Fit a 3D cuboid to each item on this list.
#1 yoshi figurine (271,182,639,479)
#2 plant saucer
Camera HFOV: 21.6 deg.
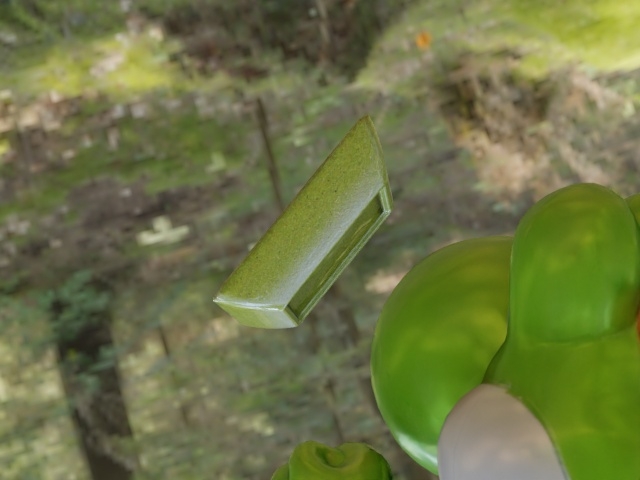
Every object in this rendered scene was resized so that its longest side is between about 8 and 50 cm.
[{"bbox_3d":[0.078,0.150,0.702,0.203,0.362,0.203,13,-174,28],"label":"yoshi figurine"},{"bbox_3d":[0.000,0.000,1.371,0.188,0.045,0.188,-51,170,-4],"label":"plant saucer"}]
